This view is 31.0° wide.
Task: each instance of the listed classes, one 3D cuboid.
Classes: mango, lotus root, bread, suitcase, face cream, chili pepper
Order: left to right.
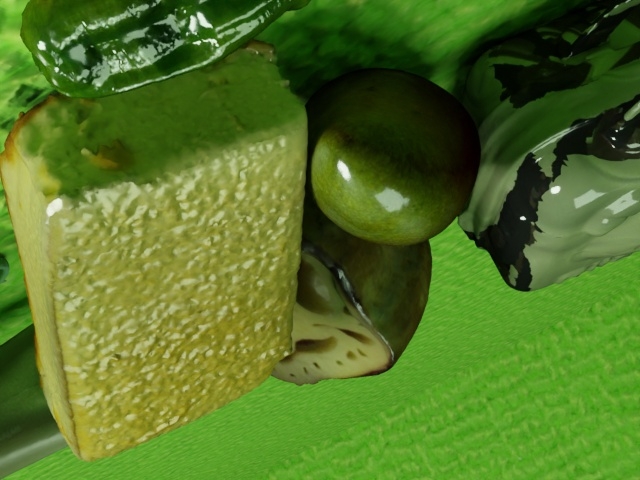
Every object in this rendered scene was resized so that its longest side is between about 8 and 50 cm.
[{"bbox_3d":[-0.260,0.141,0.990,0.341,0.137,0.084,-30,161,3],"label":"face cream"},{"bbox_3d":[-0.109,0.010,0.773,0.185,0.114,0.274,-21,145,-23],"label":"bread"},{"bbox_3d":[-0.055,-0.134,0.594,0.204,0.073,0.072,-25,150,-5],"label":"chili pepper"},{"bbox_3d":[-0.001,0.000,0.980,0.188,0.199,0.180,-7,-142,45],"label":"lotus root"},{"bbox_3d":[0.045,-0.061,0.808,0.111,0.133,0.267,-49,178,18],"label":"mango"},{"bbox_3d":[0.286,-0.103,0.956,0.352,0.194,0.339,-22,162,-8],"label":"suitcase"}]

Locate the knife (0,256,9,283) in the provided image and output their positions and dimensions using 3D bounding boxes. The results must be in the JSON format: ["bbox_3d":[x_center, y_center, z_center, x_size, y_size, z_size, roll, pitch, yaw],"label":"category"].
[{"bbox_3d":[-0.307,0.065,0.952,0.054,0.015,0.212,-19,164,-47],"label":"knife"}]
